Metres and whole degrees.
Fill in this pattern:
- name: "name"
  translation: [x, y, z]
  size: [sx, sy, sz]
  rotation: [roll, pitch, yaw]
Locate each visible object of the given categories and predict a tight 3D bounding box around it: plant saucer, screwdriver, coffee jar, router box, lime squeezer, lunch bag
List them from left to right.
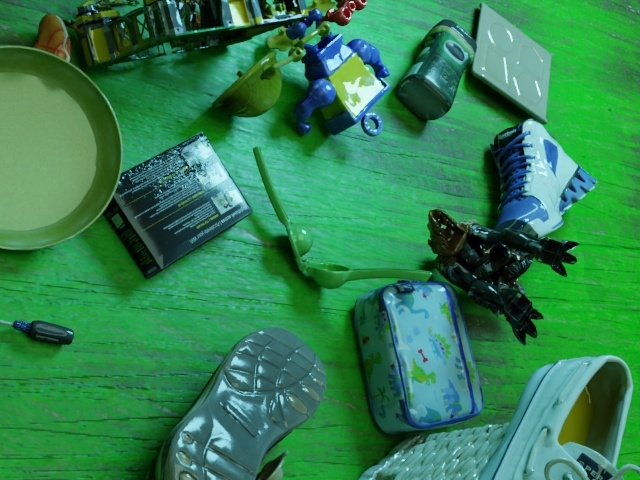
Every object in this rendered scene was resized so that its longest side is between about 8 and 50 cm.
- name: "screwdriver"
  translation: [-0.361, 0.092, 1.052]
  size: [0.169, 0.025, 0.024]
  rotation: [19, 60, -31]
- name: "plant saucer"
  translation: [-0.357, -0.107, 1.099]
  size: [0.240, 0.037, 0.241]
  rotation: [3, 84, -27]
- name: "router box"
  translation: [-0.192, -0.050, 1.229]
  size: [0.179, 0.046, 0.133]
  rotation: [-35, 94, -41]
- name: "lime squeezer"
  translation: [0.000, 0.000, 1.318]
  size: [0.310, 0.110, 0.059]
  rotation: [37, 26, 0]
- name: "lunch bag"
  translation: [0.147, 0.168, 1.367]
  size: [0.176, 0.090, 0.219]
  rotation: [3, 70, -40]
- name: "coffee jar"
  translation: [0.207, -0.302, 1.622]
  size: [0.096, 0.079, 0.184]
  rotation: [40, 53, -14]

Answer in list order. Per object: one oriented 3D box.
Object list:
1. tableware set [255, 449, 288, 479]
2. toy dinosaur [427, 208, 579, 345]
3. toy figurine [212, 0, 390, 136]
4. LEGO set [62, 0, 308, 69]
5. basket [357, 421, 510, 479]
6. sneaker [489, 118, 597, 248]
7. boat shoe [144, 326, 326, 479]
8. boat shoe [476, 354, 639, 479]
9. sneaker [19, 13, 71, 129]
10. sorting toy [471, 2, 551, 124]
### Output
- name: "tableware set"
  translation: [-0.098, 0.312, 1.079]
  size: [0.020, 0.141, 0.169]
  rotation: [45, 49, -2]
- name: "toy dinosaur"
  translation: [0.243, 0.041, 1.406]
  size: [0.322, 0.218, 0.164]
  rotation: [5, 105, -48]
- name: "toy figurine"
  translation: [0.032, -0.237, 1.396]
  size: [0.217, 0.191, 0.362]
  rotation: [55, 51, -20]
- name: "LEGO set"
  translation: [-0.179, -0.360, 1.240]
  size: [0.331, 0.255, 0.192]
  rotation: [-19, 99, -34]
- name: "basket"
  translation: [0.179, 0.439, 1.157]
  size: [0.328, 0.266, 0.331]
  rotation: [-33, 91, -40]
- name: "sneaker"
  translation: [0.354, -0.104, 1.632]
  size: [0.182, 0.127, 0.315]
  rotation: [53, 42, -1]
- name: "boat shoe"
  translation: [-0.112, 0.221, 1.122]
  size: [0.132, 0.130, 0.355]
  rotation: [48, 31, 2]
- name: "boat shoe"
  translation: [0.279, 0.270, 1.026]
  size: [0.136, 0.156, 0.367]
  rotation: [45, 50, -11]
- name: "sneaker"
  translation: [-0.353, -0.214, 1.168]
  size: [0.067, 0.064, 0.175]
  rotation: [11, 63, -28]
- name: "sorting toy"
  translation: [0.367, -0.339, 1.794]
  size: [0.193, 0.038, 0.208]
  rotation: [29, 51, -25]
